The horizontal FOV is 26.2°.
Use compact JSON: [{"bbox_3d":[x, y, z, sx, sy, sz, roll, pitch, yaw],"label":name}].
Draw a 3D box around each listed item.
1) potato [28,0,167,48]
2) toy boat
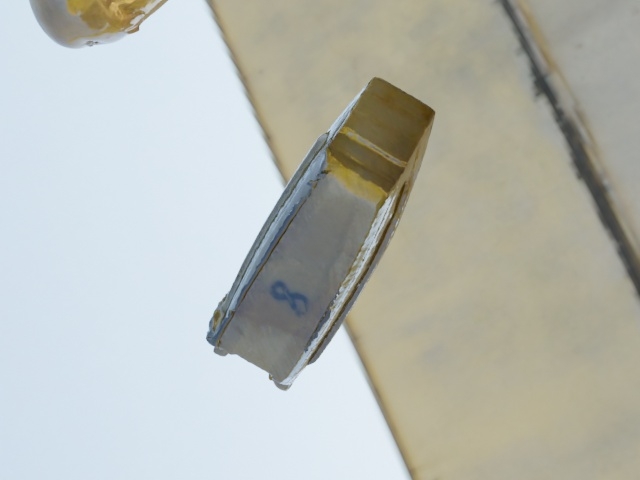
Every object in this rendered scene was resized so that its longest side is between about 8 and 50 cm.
[{"bbox_3d":[-0.137,-0.256,1.001,0.128,0.161,0.235,34,-127,-76],"label":"potato"},{"bbox_3d":[0.000,0.000,0.747,0.068,0.226,0.088,31,-137,2],"label":"toy boat"}]
